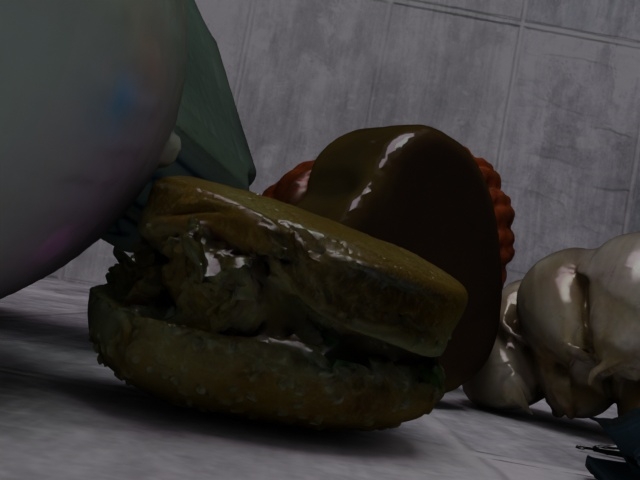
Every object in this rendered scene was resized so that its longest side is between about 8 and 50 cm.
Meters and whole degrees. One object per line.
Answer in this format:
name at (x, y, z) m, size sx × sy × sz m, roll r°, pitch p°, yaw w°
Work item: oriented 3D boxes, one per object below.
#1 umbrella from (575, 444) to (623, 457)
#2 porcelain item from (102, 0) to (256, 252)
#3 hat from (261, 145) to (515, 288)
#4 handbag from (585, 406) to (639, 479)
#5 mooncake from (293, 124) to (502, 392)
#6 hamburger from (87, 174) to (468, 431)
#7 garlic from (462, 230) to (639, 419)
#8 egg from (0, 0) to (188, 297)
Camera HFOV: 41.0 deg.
umbrella at (0.251, 0.147, 0.582) m, size 0.149 × 0.022 × 0.022 m, roll 9°, pitch -31°, yaw 13°
porcelain item at (-0.192, -0.150, 0.781) m, size 0.157 × 0.281 × 0.286 m, roll -21°, pitch -21°, yaw 10°
hat at (0.000, 0.000, 0.943) m, size 0.400 × 0.285 × 0.285 m, roll 8°, pitch -2°, yaw -37°
handbag at (0.248, 0.121, 0.403) m, size 0.221 × 0.057 × 0.144 m, roll 9°, pitch -11°, yaw 5°
mooncake at (0.061, 0.028, 0.741) m, size 0.117 × 0.234 × 0.235 m, roll -1°, pitch -11°, yaw 44°
hamburger at (-0.015, 0.043, 0.486) m, size 0.215 × 0.122 × 0.189 m, roll 16°, pitch 0°, yaw -28°
garlic at (0.259, 0.082, 0.763) m, size 0.281 × 0.184 × 0.203 m, roll 8°, pitch 11°, yaw 34°
egg at (-0.226, -0.116, 0.456) m, size 0.355 × 0.354 × 0.340 m, roll 8°, pitch -6°, yaw 23°
